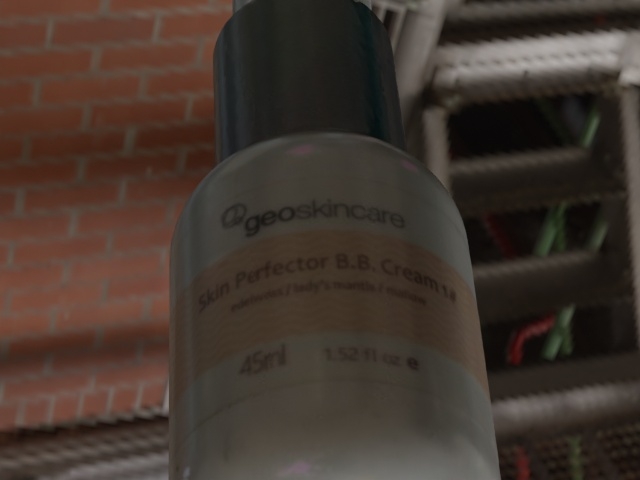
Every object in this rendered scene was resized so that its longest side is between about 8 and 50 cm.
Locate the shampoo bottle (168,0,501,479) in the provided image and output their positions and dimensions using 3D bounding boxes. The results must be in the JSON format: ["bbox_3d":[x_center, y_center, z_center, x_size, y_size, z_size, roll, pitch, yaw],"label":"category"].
[{"bbox_3d":[0.000,0.000,0.459,0.074,0.074,0.192,6,-132,-10],"label":"shampoo bottle"}]
